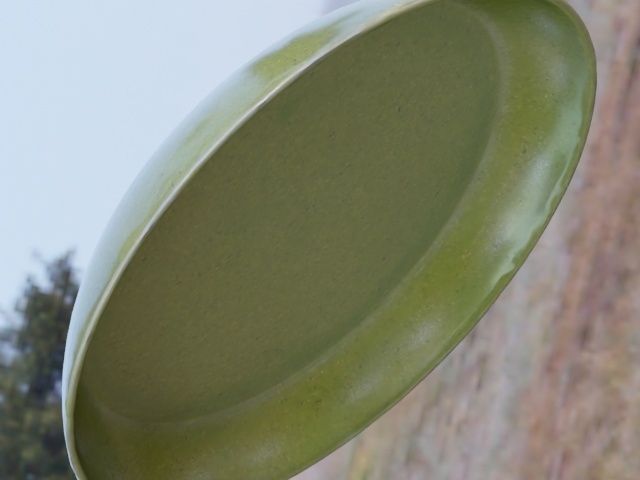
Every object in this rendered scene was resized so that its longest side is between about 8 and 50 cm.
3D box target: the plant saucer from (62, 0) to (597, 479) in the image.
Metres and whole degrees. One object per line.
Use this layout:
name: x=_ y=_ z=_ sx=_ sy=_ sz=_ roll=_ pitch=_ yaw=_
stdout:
plant saucer: x=0.000 y=0.000 z=0.625 sx=0.241 sy=0.037 sz=0.241 roll=-33 pitch=-30 yaw=-22
